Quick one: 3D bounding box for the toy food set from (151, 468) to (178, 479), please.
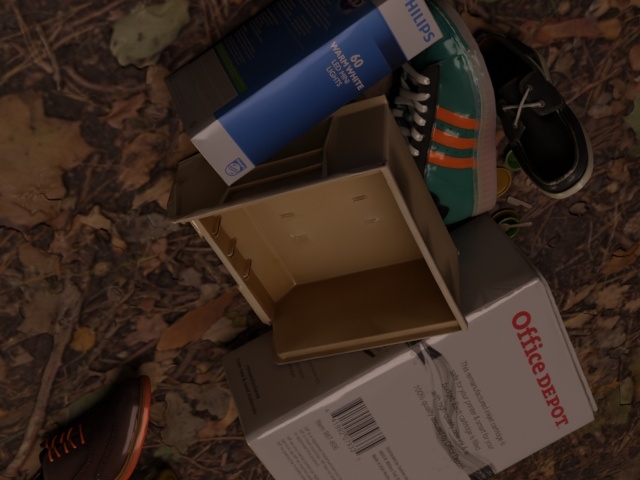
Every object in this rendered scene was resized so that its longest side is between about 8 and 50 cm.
[{"bbox_3d":[-0.225,0.409,1.385,0.071,0.128,0.218,-7,135,9],"label":"toy food set"}]

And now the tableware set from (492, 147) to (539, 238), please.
[{"bbox_3d":[0.241,-0.052,1.286,0.104,0.024,0.154,19,116,-32],"label":"tableware set"}]

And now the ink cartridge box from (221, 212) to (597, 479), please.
[{"bbox_3d":[0.118,0.190,1.277,0.395,0.166,0.285,-29,127,1],"label":"ink cartridge box"}]

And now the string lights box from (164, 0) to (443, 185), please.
[{"bbox_3d":[-0.023,-0.184,1.006,0.260,0.133,0.077,-34,130,5],"label":"string lights box"}]

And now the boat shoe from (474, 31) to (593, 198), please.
[{"bbox_3d":[0.222,-0.139,1.077,0.084,0.233,0.079,-39,134,26],"label":"boat shoe"}]

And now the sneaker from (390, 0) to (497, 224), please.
[{"bbox_3d":[0.124,-0.127,1.126,0.121,0.108,0.302,-24,132,-10],"label":"sneaker"}]

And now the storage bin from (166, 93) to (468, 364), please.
[{"bbox_3d":[0.000,0.000,1.111,0.260,0.123,0.262,-13,134,20],"label":"storage bin"}]

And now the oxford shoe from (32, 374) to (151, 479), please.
[{"bbox_3d":[-0.299,0.272,1.263,0.098,0.097,0.271,22,114,-27],"label":"oxford shoe"}]
